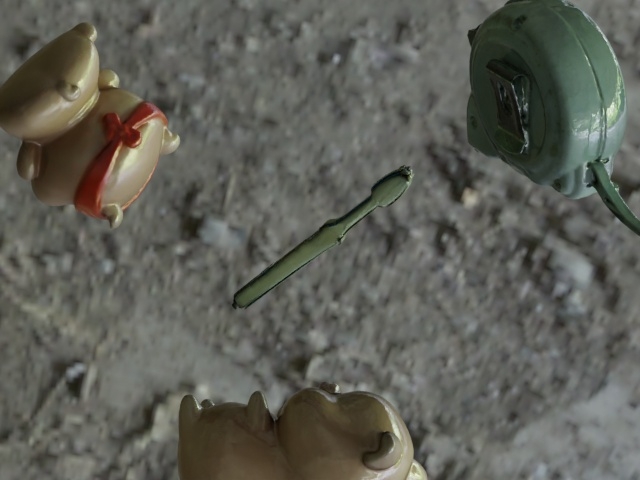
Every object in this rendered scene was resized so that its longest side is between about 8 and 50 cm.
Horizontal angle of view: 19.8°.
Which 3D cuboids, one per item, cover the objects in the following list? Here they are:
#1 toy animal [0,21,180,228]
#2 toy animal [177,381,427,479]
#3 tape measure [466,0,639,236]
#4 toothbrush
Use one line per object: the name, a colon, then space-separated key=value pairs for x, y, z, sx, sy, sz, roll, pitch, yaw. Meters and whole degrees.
toy animal: x=-0.258 y=-0.122 z=2.019 sx=0.197 sy=0.171 sz=0.171 roll=51 pitch=41 yaw=-22
toy animal: x=-0.025 y=0.224 z=1.871 sx=0.250 sy=0.166 sz=0.154 roll=-7 pitch=84 yaw=15
tape measure: x=0.213 y=-0.080 z=1.350 sx=0.084 sy=0.164 sz=0.330 roll=-25 pitch=31 yaw=-20
toothbrush: x=-0.003 y=0.003 z=1.758 sx=0.026 sy=0.294 sz=0.028 roll=49 pitch=42 yaw=-4
